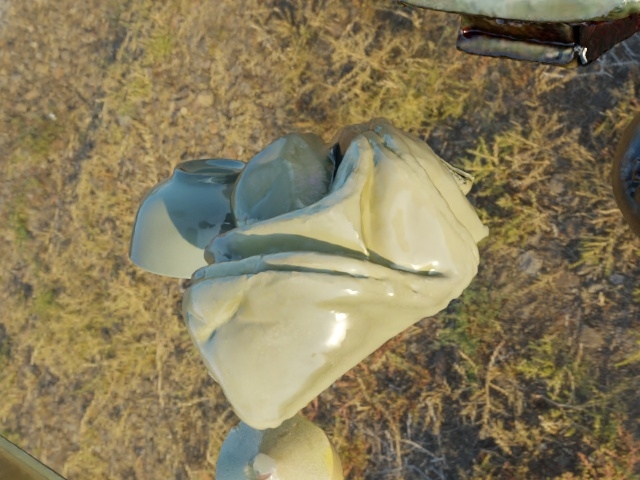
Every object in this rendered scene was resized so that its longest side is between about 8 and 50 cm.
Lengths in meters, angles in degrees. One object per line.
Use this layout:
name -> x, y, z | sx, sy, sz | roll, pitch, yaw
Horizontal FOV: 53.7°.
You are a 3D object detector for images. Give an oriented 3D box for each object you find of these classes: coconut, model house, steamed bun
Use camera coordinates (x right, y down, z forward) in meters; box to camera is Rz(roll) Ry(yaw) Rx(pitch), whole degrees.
coconut -> -0.050, 0.283, 0.771 | 0.147, 0.152, 0.147 | -6, 61, 11
model house -> 0.156, -0.140, 0.352 | 0.165, 0.152, 0.106 | 23, 94, 30
steamed bun -> 0.000, 0.000, 0.695 | 0.237, 0.394, 0.347 | 54, 139, 0

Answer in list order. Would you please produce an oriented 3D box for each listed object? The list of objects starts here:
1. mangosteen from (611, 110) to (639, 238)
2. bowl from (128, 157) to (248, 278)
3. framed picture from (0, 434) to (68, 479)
mangosteen -> 0.493, -0.082, 0.769 | 0.228, 0.266, 0.228 | 175, 90, -65
bowl -> -0.177, -0.054, 1.052 | 0.289, 0.289, 0.146 | 23, 119, 51
framed picture -> -0.436, 0.317, 0.598 | 0.247, 0.335, 0.022 | 30, 137, 7
